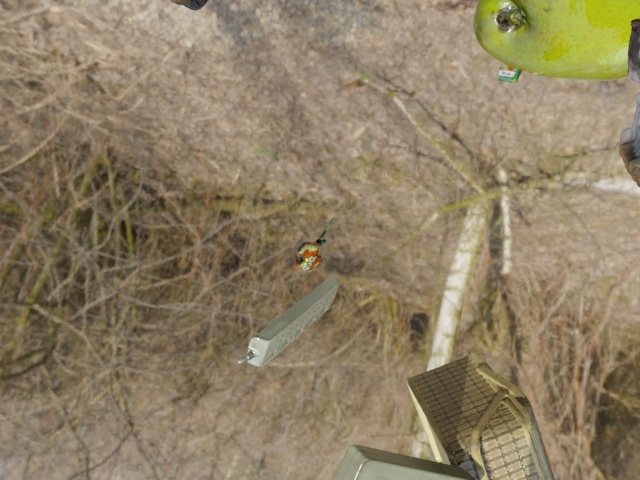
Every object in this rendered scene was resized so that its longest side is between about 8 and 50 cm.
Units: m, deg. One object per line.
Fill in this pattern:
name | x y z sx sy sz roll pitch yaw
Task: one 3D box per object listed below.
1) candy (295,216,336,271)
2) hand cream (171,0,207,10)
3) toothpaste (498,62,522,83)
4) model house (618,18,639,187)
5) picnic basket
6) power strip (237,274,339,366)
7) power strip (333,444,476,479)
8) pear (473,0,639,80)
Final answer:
candy | 0.000 0.000 1.215 0.049 0.185 0.055 41 122 -4
hand cream | -0.149 -0.250 0.604 0.062 0.039 0.163 39 -171 16
toothpaste | 0.457 -0.434 1.564 0.043 0.178 0.037 16 149 24
model house | 0.544 -0.110 0.923 0.297 0.339 0.360 9 -155 14
picnic basket | 0.306 0.376 1.264 0.175 0.228 0.313 -21 -166 -1
power strip | -0.044 0.131 1.088 0.027 0.252 0.060 34 131 18
power strip | 0.153 0.387 1.047 0.288 0.093 0.053 21 -176 -27
pear | 0.437 -0.404 1.228 0.318 0.342 0.238 -10 126 -6
